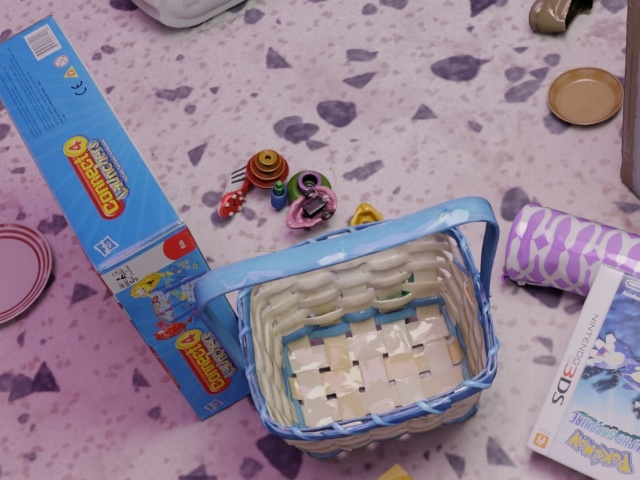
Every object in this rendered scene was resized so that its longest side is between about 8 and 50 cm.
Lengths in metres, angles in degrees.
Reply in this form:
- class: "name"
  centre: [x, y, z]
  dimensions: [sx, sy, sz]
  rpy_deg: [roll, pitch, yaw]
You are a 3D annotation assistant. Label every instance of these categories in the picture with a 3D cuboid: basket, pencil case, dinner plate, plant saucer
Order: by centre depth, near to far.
- class: "basket"
  centre: [0.033, 0.073, 1.050]
  dimensions: [0.255, 0.289, 0.201]
  rpy_deg: [-14, 63, -1]
- class: "pencil case"
  centre: [0.278, 0.028, 1.151]
  dimensions: [0.206, 0.086, 0.088]
  rpy_deg: [18, 97, 26]
- class: "plant saucer"
  centre: [0.296, -0.159, 1.308]
  dimensions: [0.083, 0.015, 0.083]
  rpy_deg: [-6, 56, 9]
- class: "dinner plate"
  centre: [-0.372, 0.040, 1.336]
  dimensions: [0.141, 0.017, 0.141]
  rpy_deg: [-7, 56, 10]

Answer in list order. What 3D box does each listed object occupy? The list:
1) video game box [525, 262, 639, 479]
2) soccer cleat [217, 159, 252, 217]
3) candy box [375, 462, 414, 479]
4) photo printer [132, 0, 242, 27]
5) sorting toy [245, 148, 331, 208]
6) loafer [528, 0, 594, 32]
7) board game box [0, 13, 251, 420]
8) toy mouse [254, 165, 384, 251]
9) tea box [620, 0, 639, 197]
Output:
- class: "video game box"
  centre: [0.313, 0.142, 1.047]
  dimensions: [0.205, 0.048, 0.187]
  rpy_deg: [22, 93, 25]
- class: "soccer cleat"
  centre: [-0.099, -0.060, 1.331]
  dimensions: [0.035, 0.029, 0.083]
  rpy_deg: [14, 58, 30]
- class: "candy box"
  centre: [0.036, 0.303, 1.046]
  dimensions: [0.187, 0.053, 0.109]
  rpy_deg: [-37, 57, -13]
- class: "photo printer"
  centre: [-0.137, -0.421, 1.527]
  dimensions: [0.307, 0.107, 0.256]
  rpy_deg: [-28, 56, -6]
- class: "sorting toy"
  centre: [-0.037, -0.070, 1.299]
  dimensions: [0.102, 0.042, 0.061]
  rpy_deg: [21, 62, 8]
- class: "loafer"
  centre: [0.305, -0.296, 1.376]
  dimensions: [0.050, 0.056, 0.148]
  rpy_deg: [34, 81, 29]
- class: "board game box"
  centre: [-0.189, -0.017, 1.157]
  dimensions: [0.086, 0.302, 0.308]
  rpy_deg: [-31, 55, -7]
- class: "toy mouse"
  centre: [0.000, 0.000, 1.259]
  dimensions: [0.143, 0.031, 0.161]
  rpy_deg: [-16, 65, 1]
- class: "tea box"
  centre: [0.472, -0.162, 1.078]
  dimensions: [0.323, 0.329, 0.220]
  rpy_deg: [-33, 57, -9]
